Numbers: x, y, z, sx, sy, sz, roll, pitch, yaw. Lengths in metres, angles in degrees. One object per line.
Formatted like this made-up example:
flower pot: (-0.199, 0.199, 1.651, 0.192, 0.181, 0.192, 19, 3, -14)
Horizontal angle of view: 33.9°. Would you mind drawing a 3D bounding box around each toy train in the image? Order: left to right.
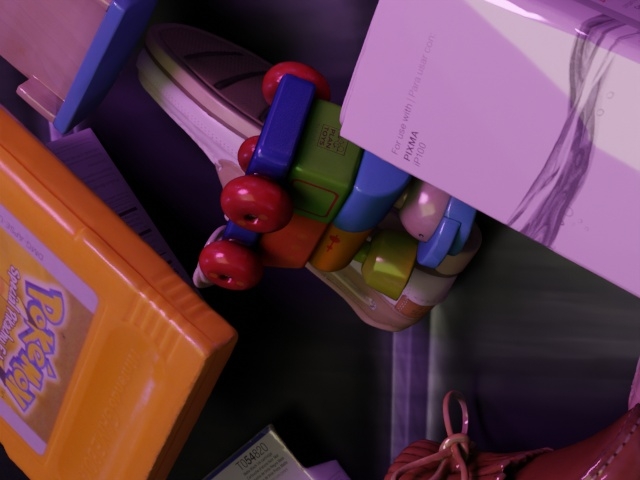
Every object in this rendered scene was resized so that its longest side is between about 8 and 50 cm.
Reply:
toy train: (0.000, 0.000, 0.697, 0.143, 0.105, 0.248, 20, 151, -5)

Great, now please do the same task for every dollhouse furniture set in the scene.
dollhouse furniture set: (-0.196, -0.283, 0.734, 0.286, 0.198, 0.303, 39, 136, -1)

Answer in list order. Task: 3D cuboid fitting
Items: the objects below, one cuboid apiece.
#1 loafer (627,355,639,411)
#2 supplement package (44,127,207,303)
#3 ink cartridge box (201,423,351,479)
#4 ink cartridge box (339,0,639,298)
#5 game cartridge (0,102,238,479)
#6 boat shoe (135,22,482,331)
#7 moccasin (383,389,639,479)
loafer: (0.233, 0.096, 0.713, 0.045, 0.039, 0.125, 2, 130, 7)
supplement package: (-0.221, 0.046, 0.957, 0.139, 0.134, 0.244, -36, 87, 42)
ink cartridge box: (-0.026, 0.299, 0.985, 0.224, 0.045, 0.223, 52, 129, 7)
ink cartridge box: (0.184, -0.067, 0.559, 0.283, 0.207, 0.117, 31, 124, 21)
game cartridge: (-0.233, 0.065, 0.848, 0.324, 0.053, 0.285, 42, 131, 17)
boat shoe: (-0.029, -0.047, 0.789, 0.302, 0.113, 0.103, 40, 123, 15)
moccasin: (0.091, 0.204, 0.777, 0.380, 0.139, 0.147, -38, 82, 45)
